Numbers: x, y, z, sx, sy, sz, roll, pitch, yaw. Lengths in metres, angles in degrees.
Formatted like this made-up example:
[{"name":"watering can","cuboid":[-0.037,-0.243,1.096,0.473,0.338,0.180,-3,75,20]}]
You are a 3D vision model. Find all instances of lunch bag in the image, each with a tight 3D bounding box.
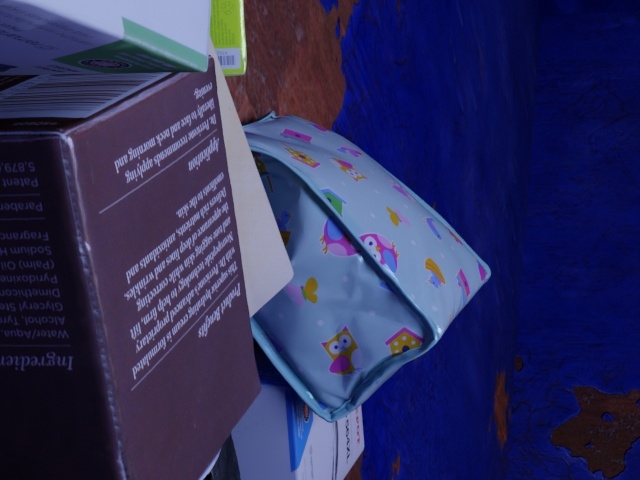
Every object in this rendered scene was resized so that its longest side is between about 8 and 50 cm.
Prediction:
[{"name":"lunch bag","cuboid":[0.000,0.000,1.020,0.262,0.160,0.223,48,23,3]}]

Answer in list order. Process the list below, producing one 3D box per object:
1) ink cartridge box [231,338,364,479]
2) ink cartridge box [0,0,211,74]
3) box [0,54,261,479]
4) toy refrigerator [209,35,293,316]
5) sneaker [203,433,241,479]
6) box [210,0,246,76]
[{"name":"ink cartridge box","cuboid":[-0.028,0.167,1.074,0.203,0.086,0.148,-39,126,-67]},{"name":"ink cartridge box","cuboid":[-0.166,-0.117,0.440,0.154,0.212,0.093,3,90,-73]},{"name":"box","cuboid":[-0.144,0.023,0.578,0.168,0.167,0.203,-50,137,-64]},{"name":"toy refrigerator","cuboid":[-0.108,-0.062,0.750,0.094,0.102,0.269,-42,138,-24]},{"name":"sneaker","cuboid":[-0.100,0.160,0.904,0.170,0.051,0.089,52,37,-68]},{"name":"box","cuboid":[-0.081,-0.185,0.905,0.178,0.042,0.109,-120,-153,-80]}]
